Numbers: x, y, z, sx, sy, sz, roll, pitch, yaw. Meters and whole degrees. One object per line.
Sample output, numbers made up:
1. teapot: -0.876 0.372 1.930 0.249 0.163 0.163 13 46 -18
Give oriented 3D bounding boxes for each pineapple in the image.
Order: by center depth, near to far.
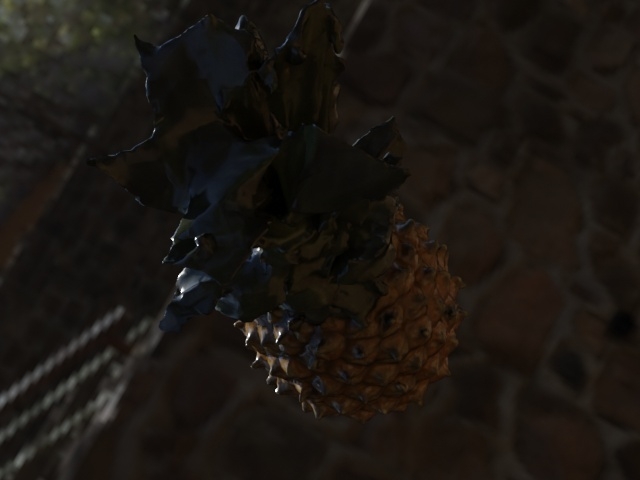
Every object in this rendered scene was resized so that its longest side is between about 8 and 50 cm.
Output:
1. pineapple: 0.000 0.000 0.801 0.277 0.130 0.119 53 -133 -67
